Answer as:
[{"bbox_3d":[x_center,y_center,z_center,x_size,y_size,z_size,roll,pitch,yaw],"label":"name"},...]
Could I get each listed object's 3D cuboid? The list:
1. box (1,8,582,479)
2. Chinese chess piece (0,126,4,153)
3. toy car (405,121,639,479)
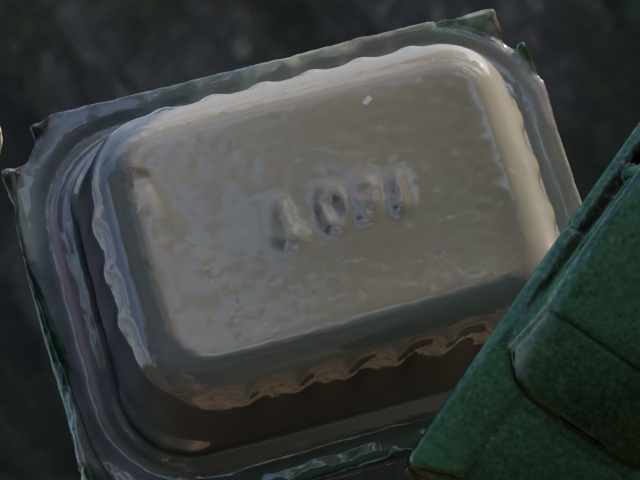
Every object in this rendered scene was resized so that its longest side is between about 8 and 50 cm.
[{"bbox_3d":[0.000,0.000,1.074,0.336,0.264,0.106,-15,-15,-7],"label":"box"},{"bbox_3d":[-0.326,-0.123,1.357,0.104,0.257,0.257,-18,13,9],"label":"Chinese chess piece"},{"bbox_3d":[0.187,0.023,0.951,0.321,0.141,0.097,-55,-12,-3],"label":"toy car"}]
